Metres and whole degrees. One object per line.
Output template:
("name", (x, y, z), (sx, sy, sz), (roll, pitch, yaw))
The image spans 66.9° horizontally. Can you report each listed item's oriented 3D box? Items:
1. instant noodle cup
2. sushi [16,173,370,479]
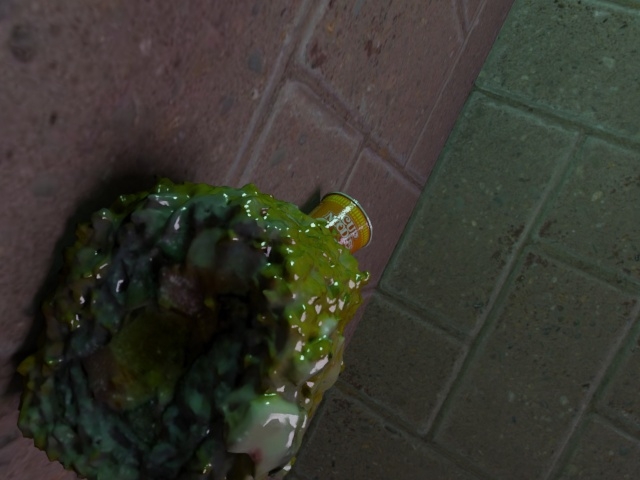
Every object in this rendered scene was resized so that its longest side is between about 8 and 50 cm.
("instant noodle cup", (0.000, 0.000, 1.124), (0.185, 0.168, 0.169), (-38, 150, -34))
("sushi", (-0.138, 0.122, 0.604), (0.397, 0.351, 0.240), (-63, 161, 6))
